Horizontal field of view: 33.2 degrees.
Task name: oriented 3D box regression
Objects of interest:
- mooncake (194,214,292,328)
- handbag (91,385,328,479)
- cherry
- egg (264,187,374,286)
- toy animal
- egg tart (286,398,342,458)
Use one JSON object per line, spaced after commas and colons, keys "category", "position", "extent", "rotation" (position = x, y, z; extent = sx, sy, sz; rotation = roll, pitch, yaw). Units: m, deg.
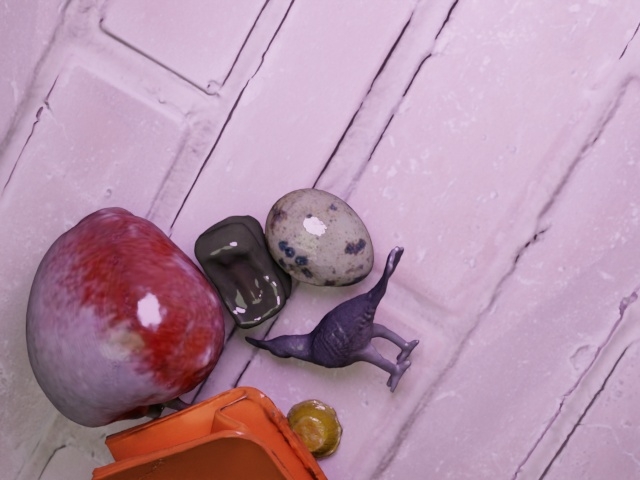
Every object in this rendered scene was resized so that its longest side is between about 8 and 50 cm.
{"category": "mooncake", "position": [-0.120, 0.047, 1.673], "extent": [0.104, 0.175, 0.168], "rotation": [-23, 53, 18]}
{"category": "handbag", "position": [-0.133, 0.434, 1.703], "extent": [0.303, 0.116, 0.410], "rotation": [-21, 119, 17]}
{"category": "cherry", "position": [-0.315, 0.133, 1.683], "extent": [0.335, 0.291, 0.326], "rotation": [45, 124, 25]}
{"category": "egg", "position": [0.000, 0.000, 1.651], "extent": [0.181, 0.141, 0.141], "rotation": [33, 105, 0]}
{"category": "toy animal", "position": [0.062, 0.149, 1.665], "extent": [0.205, 0.081, 0.367], "rotation": [37, 136, -20]}
{"category": "egg tart", "position": [-0.015, 0.313, 1.764], "extent": [0.105, 0.039, 0.105], "rotation": [2, 100, 14]}
